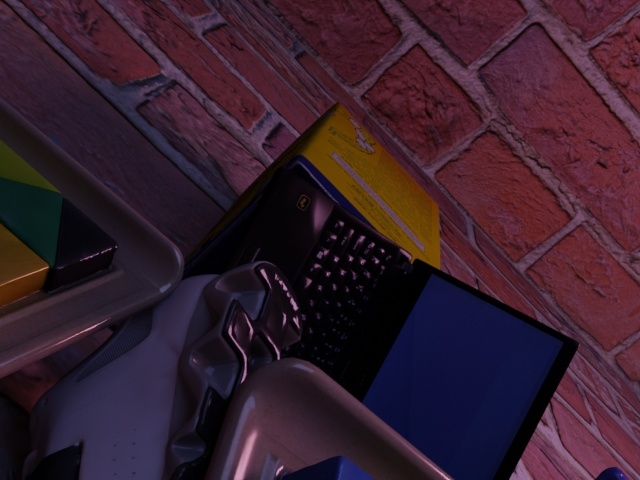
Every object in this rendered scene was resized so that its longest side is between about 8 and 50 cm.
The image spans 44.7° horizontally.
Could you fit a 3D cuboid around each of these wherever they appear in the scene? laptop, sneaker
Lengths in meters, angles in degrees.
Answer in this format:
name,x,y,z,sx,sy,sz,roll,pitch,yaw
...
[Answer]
name,x,y,z,sx,sy,sz,roll,pitch,yaw
laptop,0.035,0.114,0.605,0.264,0.234,0.136,33,-6,-39
sneaker,-0.119,0.155,0.450,0.330,0.146,0.122,-71,146,-45

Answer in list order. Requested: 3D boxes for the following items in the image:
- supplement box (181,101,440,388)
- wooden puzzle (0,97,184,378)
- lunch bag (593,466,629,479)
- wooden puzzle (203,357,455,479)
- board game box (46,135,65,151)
name,x,y,z,sx,sy,sz,roll,pitch,yaw
supplement box,0.000,0.000,0.876,0.195,0.194,0.356,46,18,-8
wooden puzzle,-0.226,-0.010,0.434,0.221,0.044,0.238,38,36,16
lunch bag,0.329,0.422,0.609,0.385,0.239,0.328,56,-6,-31
wooden puzzle,0.049,0.273,0.386,0.322,0.080,0.348,43,42,-23
board game box,-0.236,-0.010,0.592,0.160,0.047,0.210,50,18,7
